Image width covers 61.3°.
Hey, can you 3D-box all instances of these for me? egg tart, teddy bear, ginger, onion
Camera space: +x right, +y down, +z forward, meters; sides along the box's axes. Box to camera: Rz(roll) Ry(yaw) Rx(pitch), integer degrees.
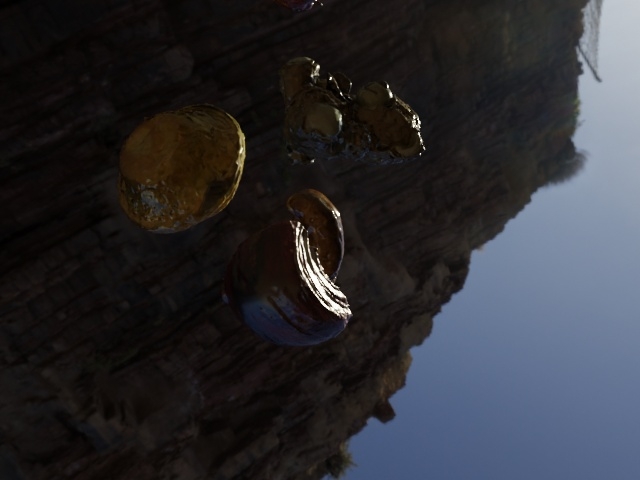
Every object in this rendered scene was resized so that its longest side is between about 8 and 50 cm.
[{"bbox_3d":[-0.431,-0.235,1.570,0.444,0.178,0.442,-10,-117,20],"label":"egg tart"},{"bbox_3d":[0.057,-0.207,0.953,0.256,0.156,0.267,-1,-140,-11],"label":"teddy bear"},{"bbox_3d":[0.000,0.000,1.629,0.173,0.321,0.165,-11,-179,-30],"label":"ginger"},{"bbox_3d":[-0.099,0.142,1.239,0.280,0.314,0.146,-31,-168,20],"label":"onion"}]

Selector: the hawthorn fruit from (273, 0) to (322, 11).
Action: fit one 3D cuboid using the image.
[{"bbox_3d":[-0.082,-0.719,1.472,0.174,0.173,0.179,-32,-113,-14],"label":"hawthorn fruit"}]
